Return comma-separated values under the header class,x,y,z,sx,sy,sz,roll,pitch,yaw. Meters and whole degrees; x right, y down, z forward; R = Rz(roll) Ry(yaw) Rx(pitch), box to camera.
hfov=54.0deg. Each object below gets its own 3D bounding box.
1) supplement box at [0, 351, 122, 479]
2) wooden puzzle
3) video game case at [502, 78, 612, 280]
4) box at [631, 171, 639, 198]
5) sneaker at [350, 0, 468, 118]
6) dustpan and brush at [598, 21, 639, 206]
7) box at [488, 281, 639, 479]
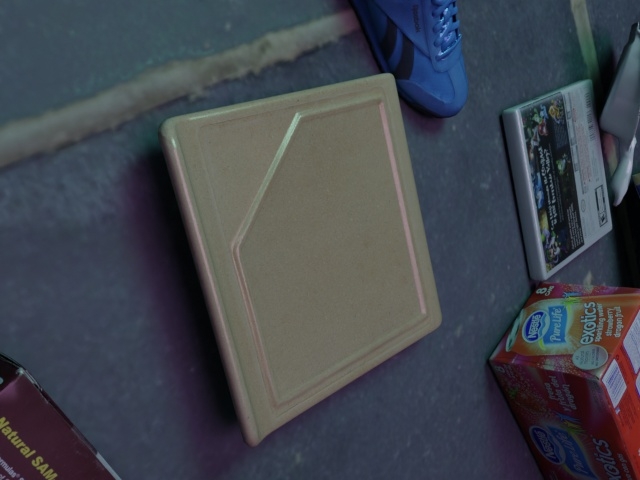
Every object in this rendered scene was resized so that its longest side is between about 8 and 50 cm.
class,x,y,z,sx,sy,sz,roll,pitch,yaw
supplement box,-0.203,0.178,0.277,0.239,0.073,0.130,-43,118,-31
wooden puzzle,0.000,0.000,0.473,0.238,0.044,0.221,-24,106,-43
video game case,0.275,-0.074,0.718,0.173,0.022,0.191,-25,108,-38
box,0.469,0.012,0.819,0.136,0.036,0.225,-15,86,-55
sneaker,0.082,-0.188,0.510,0.069,0.082,0.209,-53,123,-29
dustpan and brush,0.370,-0.147,0.760,0.147,0.060,0.211,-35,141,-62
box,0.301,0.182,0.677,0.128,0.122,0.257,-46,119,-30
